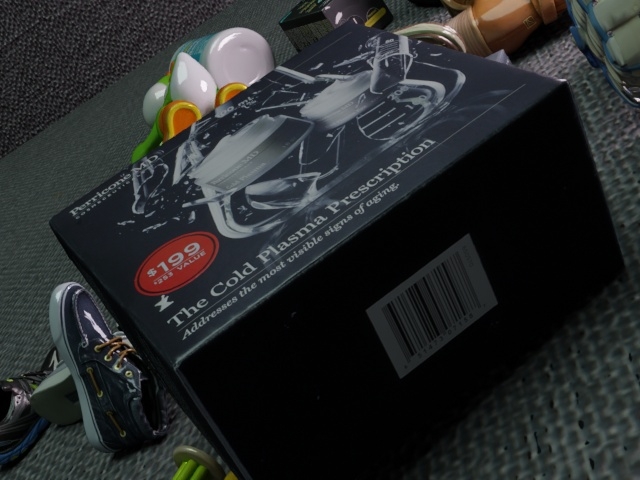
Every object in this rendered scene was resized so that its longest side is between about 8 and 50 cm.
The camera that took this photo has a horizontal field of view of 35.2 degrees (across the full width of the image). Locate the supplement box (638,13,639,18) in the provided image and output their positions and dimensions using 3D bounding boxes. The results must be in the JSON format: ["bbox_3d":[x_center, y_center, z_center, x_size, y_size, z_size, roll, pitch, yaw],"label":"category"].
[{"bbox_3d":[0.322,-0.328,1.049,0.114,0.220,0.111,-30,60,19],"label":"supplement box"}]

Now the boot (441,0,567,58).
[{"bbox_3d":[0.261,-0.350,1.355,0.220,0.109,0.283,-25,26,30],"label":"boot"}]

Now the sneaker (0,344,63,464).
[{"bbox_3d":[-0.358,0.187,1.238,0.067,0.078,0.188,-18,27,39],"label":"sneaker"}]

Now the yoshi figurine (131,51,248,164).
[{"bbox_3d":[-0.205,-0.164,1.625,0.203,0.203,0.362,-58,22,-2],"label":"yoshi figurine"}]

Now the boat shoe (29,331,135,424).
[{"bbox_3d":[-0.245,0.143,1.157,0.227,0.079,0.081,-25,28,35],"label":"boat shoe"}]

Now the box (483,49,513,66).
[{"bbox_3d":[0.127,-0.109,1.135,0.183,0.059,0.233,-25,24,30],"label":"box"}]

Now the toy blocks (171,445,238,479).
[{"bbox_3d":[-0.111,0.234,0.800,0.123,0.054,0.148,-14,31,43],"label":"toy blocks"}]

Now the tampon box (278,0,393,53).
[{"bbox_3d":[0.026,-0.398,1.823,0.120,0.101,0.161,-46,24,-21],"label":"tampon box"}]

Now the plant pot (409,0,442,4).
[{"bbox_3d":[0.191,-0.511,1.719,0.187,0.188,0.167,-44,11,-17],"label":"plant pot"}]

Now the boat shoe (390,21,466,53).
[{"bbox_3d":[0.057,-0.153,1.149,0.257,0.095,0.095,-27,35,43],"label":"boat shoe"}]

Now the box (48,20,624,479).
[{"bbox_3d":[0.000,0.000,0.826,0.343,0.179,0.312,-36,31,-14],"label":"box"}]

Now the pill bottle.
[{"bbox_3d":[-0.206,-0.329,1.974,0.146,0.146,0.264,-45,23,-21],"label":"pill bottle"}]

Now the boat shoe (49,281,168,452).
[{"bbox_3d":[-0.213,0.123,1.038,0.083,0.183,0.065,-18,0,28],"label":"boat shoe"}]

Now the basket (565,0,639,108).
[{"bbox_3d":[0.339,-0.232,0.913,0.254,0.201,0.289,-28,-3,25],"label":"basket"}]

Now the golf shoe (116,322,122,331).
[{"bbox_3d":[-0.179,0.065,1.247,0.198,0.077,0.094,-24,38,39],"label":"golf shoe"}]
